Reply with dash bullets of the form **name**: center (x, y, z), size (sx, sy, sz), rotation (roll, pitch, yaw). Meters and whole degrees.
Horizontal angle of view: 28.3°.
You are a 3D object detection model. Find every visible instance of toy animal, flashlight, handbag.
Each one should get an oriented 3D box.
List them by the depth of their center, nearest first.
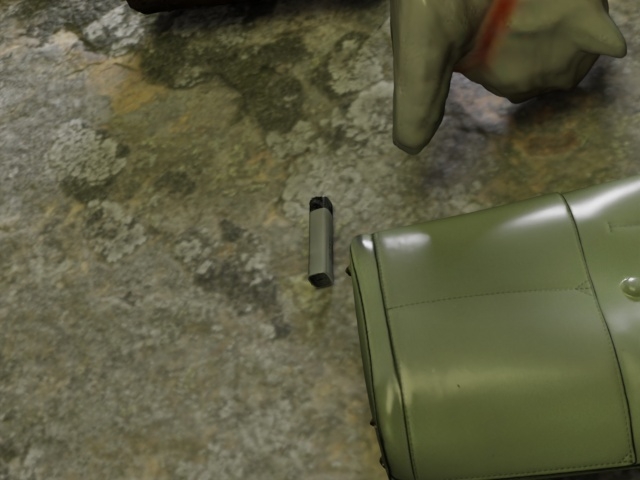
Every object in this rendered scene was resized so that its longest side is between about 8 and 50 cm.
- **handbag**: center (0.182, 0.060, 0.868), size (0.315, 0.109, 0.241), rotation (-9, 49, 2)
- **flashlight**: center (0.000, 0.000, 1.030), size (0.018, 0.018, 0.083), rotation (-15, 47, 17)
- **toy animal**: center (0.139, -0.252, 1.060), size (0.188, 0.266, 0.308), rotation (-7, 24, 7)

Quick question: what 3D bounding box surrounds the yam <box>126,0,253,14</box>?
- **yam**: center (-0.063, -0.292, 1.235), size (0.279, 0.131, 0.131), rotation (-3, 51, 23)
